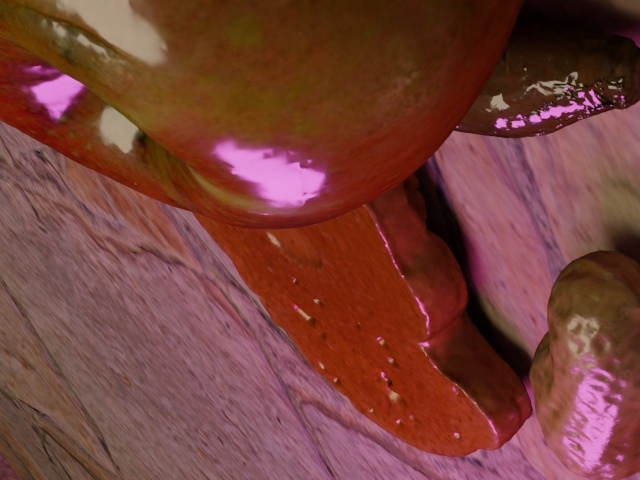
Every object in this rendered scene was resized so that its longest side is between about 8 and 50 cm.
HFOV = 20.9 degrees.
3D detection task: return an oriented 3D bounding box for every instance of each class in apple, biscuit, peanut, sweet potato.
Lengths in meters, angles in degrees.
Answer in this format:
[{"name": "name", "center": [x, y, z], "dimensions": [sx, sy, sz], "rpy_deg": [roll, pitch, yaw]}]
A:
[{"name": "apple", "center": [-0.047, -0.179, 0.935], "dimensions": [0.339, 0.339, 0.339], "rpy_deg": [40, 157, 20]}, {"name": "biscuit", "center": [0.001, -0.001, 1.472], "dimensions": [0.350, 0.078, 0.455], "rpy_deg": [13, 140, 52]}, {"name": "peanut", "center": [0.197, 0.090, 1.216], "dimensions": [0.108, 0.095, 0.226], "rpy_deg": [40, 156, 28]}, {"name": "sweet potato", "center": [0.084, -0.114, 1.081], "dimensions": [0.286, 0.085, 0.112], "rpy_deg": [27, 171, 44]}]
